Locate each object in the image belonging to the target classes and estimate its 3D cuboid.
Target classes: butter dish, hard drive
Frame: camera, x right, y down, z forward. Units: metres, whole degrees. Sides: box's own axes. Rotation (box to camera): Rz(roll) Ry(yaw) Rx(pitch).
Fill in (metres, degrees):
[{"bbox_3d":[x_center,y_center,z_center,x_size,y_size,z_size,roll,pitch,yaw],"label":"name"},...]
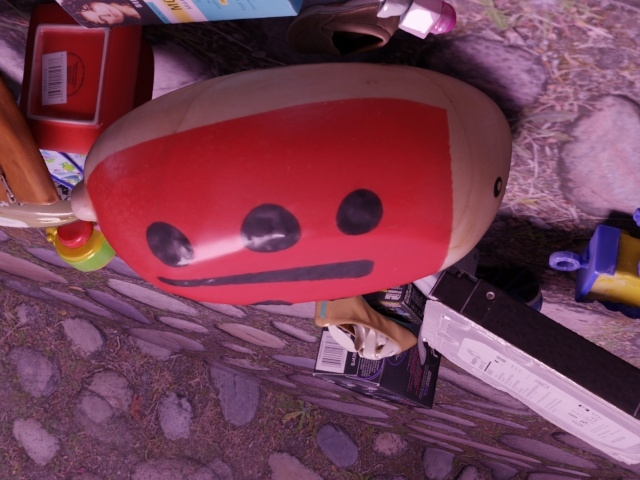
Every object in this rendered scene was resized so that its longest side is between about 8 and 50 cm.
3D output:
[{"bbox_3d":[-0.238,-0.171,0.886,0.160,0.160,0.118,9,-177,26],"label":"butter dish"},{"bbox_3d":[0.291,0.169,1.050,0.339,0.064,0.237,32,165,14],"label":"hard drive"}]

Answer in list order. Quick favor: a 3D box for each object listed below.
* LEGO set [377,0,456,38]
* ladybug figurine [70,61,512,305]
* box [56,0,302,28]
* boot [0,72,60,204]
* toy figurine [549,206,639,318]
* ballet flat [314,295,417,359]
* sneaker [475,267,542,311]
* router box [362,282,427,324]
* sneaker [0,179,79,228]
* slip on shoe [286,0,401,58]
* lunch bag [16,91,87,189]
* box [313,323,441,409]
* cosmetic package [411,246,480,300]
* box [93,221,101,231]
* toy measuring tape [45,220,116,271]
[{"bbox_3d":[0.126,-0.232,0.429,0.107,0.132,0.287,13,156,-17],"label":"LEGO set"},{"bbox_3d":[-0.019,-0.037,0.810,0.449,0.162,0.305,-6,153,-5],"label":"ladybug figurine"},{"bbox_3d":[-0.136,-0.241,0.694,0.244,0.060,0.100,5,158,29],"label":"box"},{"bbox_3d":[-0.330,-0.161,0.780,0.264,0.096,0.280,-2,111,44],"label":"boot"},{"bbox_3d":[0.373,0.059,0.933,0.217,0.191,0.362,18,161,12],"label":"toy figurine"},{"bbox_3d":[0.060,0.128,1.128,0.080,0.073,0.232,-4,153,38],"label":"ballet flat"},{"bbox_3d":[0.246,0.089,1.263,0.211,0.080,0.081,4,154,35],"label":"sneaker"},{"bbox_3d":[0.084,0.084,1.161,0.122,0.038,0.092,3,157,29],"label":"router box"},{"bbox_3d":[-0.460,-0.160,1.033,0.410,0.158,0.182,28,143,-7],"label":"sneaker"},{"bbox_3d":[0.017,-0.189,0.743,0.135,0.041,0.051,-1,154,41],"label":"slip on shoe"},{"bbox_3d":[-0.304,-0.140,1.009,0.096,0.129,0.151,10,159,20],"label":"lunch bag"},{"bbox_3d":[0.121,0.219,1.565,0.143,0.165,0.270,4,162,31],"label":"box"},{"bbox_3d":[0.000,0.000,1.199,0.377,0.097,0.284,-3,151,43],"label":"cosmetic package"},{"bbox_3d":[-0.183,-0.069,1.073,0.127,0.149,0.232,29,156,-30],"label":"box"},{"bbox_3d":[-0.389,0.009,1.513,0.330,0.121,0.121,8,159,23],"label":"toy measuring tape"}]
